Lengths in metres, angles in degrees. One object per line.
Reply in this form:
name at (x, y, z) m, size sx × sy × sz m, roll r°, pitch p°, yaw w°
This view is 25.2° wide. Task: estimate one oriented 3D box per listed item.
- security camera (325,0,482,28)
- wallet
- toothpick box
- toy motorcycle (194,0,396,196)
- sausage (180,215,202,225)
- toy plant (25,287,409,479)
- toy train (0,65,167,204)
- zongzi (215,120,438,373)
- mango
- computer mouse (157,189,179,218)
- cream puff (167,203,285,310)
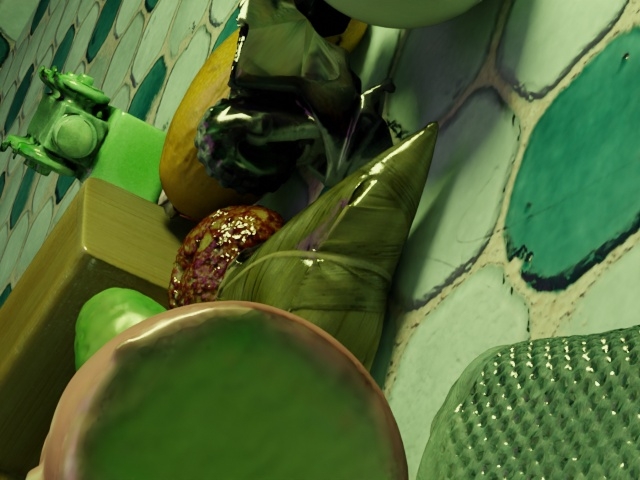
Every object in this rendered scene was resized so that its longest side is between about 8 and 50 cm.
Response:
security camera at (0.053, -0.258, 1.071) m, size 0.194 × 0.194 × 0.236 m, roll -56°, pitch 20°, yaw 28°
wallet at (0.125, 0.145, 0.667) m, size 0.342 × 0.075 × 0.237 m, roll -21°, pitch 47°, yaw 63°
toothpick box at (-0.252, 0.108, 1.489) m, size 0.308 × 0.187 × 0.190 m, roll -53°, pitch 24°, yaw 25°
toy motorcycle at (-0.007, -0.140, 1.163) m, size 0.106 × 0.159 × 0.270 m, roll 116°, pitch 169°, yaw -55°
sausage at (-0.171, -0.016, 1.604) m, size 0.253 × 0.034 × 0.034 m, roll -20°, pitch 51°, yaw 64°
toy plant at (-0.070, 0.136, 0.869) m, size 0.356 × 0.210 × 0.317 m, roll 98°, pitch 152°, yaw -76°
toy train at (-0.278, -0.122, 1.755) m, size 0.132 × 0.188 × 0.243 m, roll -63°, pitch 22°, yaw 0°
zongzi at (0.000, 0.000, 1.088) m, size 0.204 × 0.094 × 0.205 m, roll -66°, pitch 20°, yaw -7°
mango at (-0.060, -0.131, 1.312) m, size 0.262 × 0.109 × 0.157 m, roll -56°, pitch -17°, yaw 13°
computer mouse at (-0.103, -0.120, 1.500) m, size 0.126 × 0.056 × 0.245 m, roll -44°, pitch 21°, yaw 41°
cream puff at (-0.086, 0.035, 1.276) m, size 0.149 × 0.084 × 0.149 m, roll -53°, pitch 26°, yaw 39°
